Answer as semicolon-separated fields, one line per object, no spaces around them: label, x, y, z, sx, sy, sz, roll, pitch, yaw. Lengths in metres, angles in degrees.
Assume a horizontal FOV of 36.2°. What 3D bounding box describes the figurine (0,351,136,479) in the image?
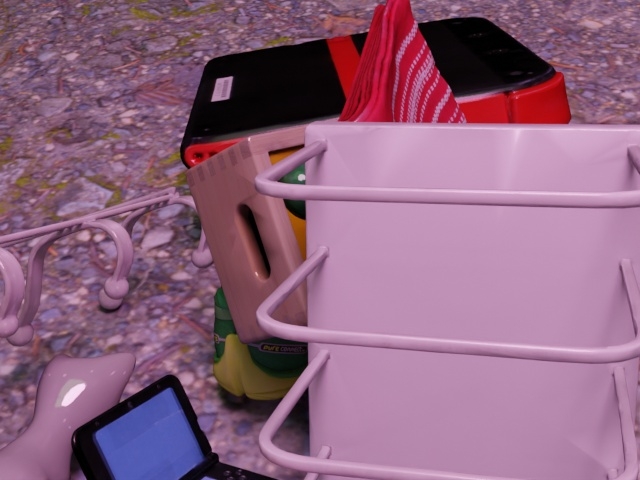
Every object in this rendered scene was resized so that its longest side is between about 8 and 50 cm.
figurine;-0.244;0.148;0.666;0.215;0.092;0.209;-6;31;15

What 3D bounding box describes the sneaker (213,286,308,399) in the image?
sneaker;0.000;0.000;0.802;0.109;0.123;0.295;7;38;19

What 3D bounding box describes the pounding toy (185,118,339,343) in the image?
pounding toy;0.036;0.005;0.699;0.206;0.181;0.094;-17;-2;-40

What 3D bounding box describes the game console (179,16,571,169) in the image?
game console;0.043;-0.150;0.983;0.342;0.060;0.386;-10;21;1

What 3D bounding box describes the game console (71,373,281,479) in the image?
game console;-0.084;0.147;0.631;0.107;0.071;0.122;11;16;22

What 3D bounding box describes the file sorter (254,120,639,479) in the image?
file sorter;0.071;0.088;0.511;0.193;0.277;0.173;2;15;13

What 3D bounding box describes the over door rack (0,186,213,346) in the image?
over door rack;-0.276;0.030;0.771;0.324;0.108;0.239;-1;9;28

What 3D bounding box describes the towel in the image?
towel;0.098;-0.028;0.710;0.031;0.275;0.199;-19;31;26
